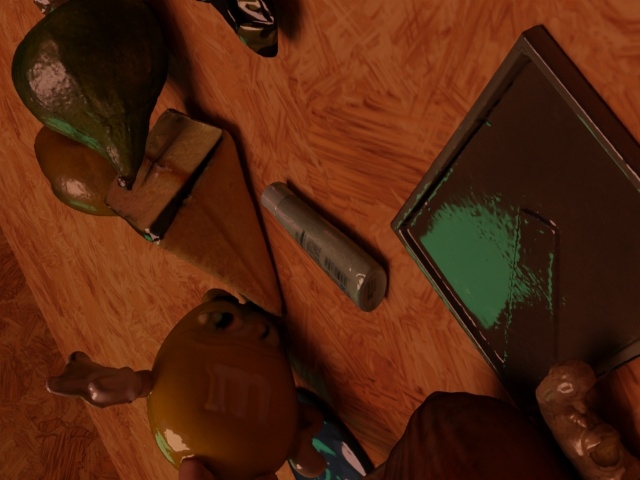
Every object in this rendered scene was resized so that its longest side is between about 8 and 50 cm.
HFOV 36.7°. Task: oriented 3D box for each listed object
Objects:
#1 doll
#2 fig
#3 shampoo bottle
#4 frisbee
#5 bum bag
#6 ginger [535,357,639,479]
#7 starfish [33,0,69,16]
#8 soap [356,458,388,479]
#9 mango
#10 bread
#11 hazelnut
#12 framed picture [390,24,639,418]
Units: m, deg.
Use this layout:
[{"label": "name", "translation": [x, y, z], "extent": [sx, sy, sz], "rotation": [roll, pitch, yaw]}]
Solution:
[{"label": "doll", "translation": [-0.141, 0.246, 1.232], "extent": [0.423, 0.348, 0.161], "rotation": [54, 131, 23]}, {"label": "fig", "translation": [-0.263, -0.185, 1.211], "extent": [0.235, 0.203, 0.203], "rotation": [59, 156, -6]}, {"label": "shampoo bottle", "translation": [0.000, 0.000, 1.069], "extent": [0.190, 0.041, 0.069], "rotation": [43, 155, 35]}, {"label": "frisbee", "translation": [0.006, 0.353, 1.416], "extent": [0.289, 0.049, 0.289], "rotation": [43, 150, 34]}, {"label": "bum bag", "translation": [-0.106, -0.261, 0.978], "extent": [0.232, 0.060, 0.107], "rotation": [40, 157, 43]}, {"label": "ginger", "translation": [0.212, 0.154, 0.775], "extent": [0.173, 0.051, 0.069], "rotation": [53, 170, -33]}, {"label": "starfish", "translation": [-0.431, -0.374, 1.296], "extent": [0.324, 0.082, 0.432], "rotation": [10, 140, 2]}, {"label": "soap", "translation": [0.093, 0.308, 1.045], "extent": [0.138, 0.182, 0.199], "rotation": [53, 154, 14]}, {"label": "mango", "translation": [-0.355, -0.122, 1.501], "extent": [0.262, 0.167, 0.130], "rotation": [37, 132, 48]}, {"label": "bread", "translation": [-0.130, -0.036, 1.286], "extent": [0.264, 0.163, 0.167], "rotation": [36, 175, -42]}, {"label": "hazelnut", "translation": [0.157, 0.238, 0.866], "extent": [0.186, 0.210, 0.210], "rotation": [19, 154, -8]}, {"label": "framed picture", "translation": [0.171, 0.009, 0.774], "extent": [0.232, 0.024, 0.315], "rotation": [56, 154, 13]}]
